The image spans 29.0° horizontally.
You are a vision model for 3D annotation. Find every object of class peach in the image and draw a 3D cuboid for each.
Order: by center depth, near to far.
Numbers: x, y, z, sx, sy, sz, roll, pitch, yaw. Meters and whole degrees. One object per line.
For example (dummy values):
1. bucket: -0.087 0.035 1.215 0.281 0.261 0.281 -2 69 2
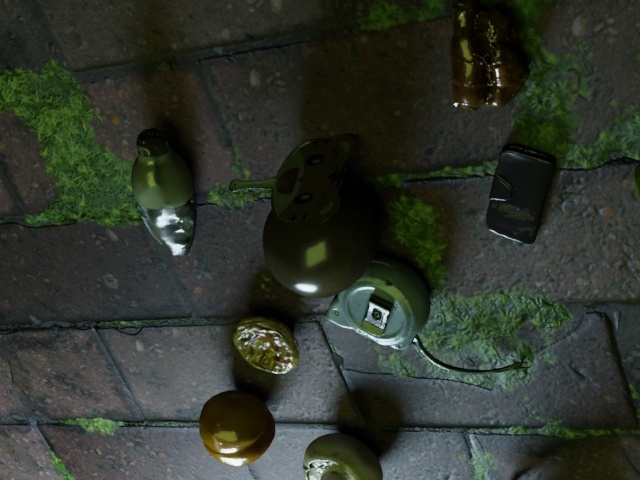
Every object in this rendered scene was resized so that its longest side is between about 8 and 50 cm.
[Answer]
1. peach: -0.149 0.337 2.240 0.138 0.138 0.138 15 131 18

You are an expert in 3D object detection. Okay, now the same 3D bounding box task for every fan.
1. fan: -0.049 -0.086 1.842 0.226 0.152 0.008 -4 149 37

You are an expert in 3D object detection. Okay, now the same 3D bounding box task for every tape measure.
1. tape measure: 0.170 0.133 1.930 0.330 0.084 0.164 23 138 13

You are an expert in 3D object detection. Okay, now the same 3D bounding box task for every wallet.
1. wallet: 0.281 -0.065 1.753 0.082 0.018 0.157 21 134 13

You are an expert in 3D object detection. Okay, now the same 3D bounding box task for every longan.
1. longan: 0.000 0.000 1.862 0.189 0.189 0.189 15 131 18

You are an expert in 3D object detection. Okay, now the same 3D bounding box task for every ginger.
1. ginger: 0.217 -0.237 1.610 0.103 0.073 0.162 6 127 24

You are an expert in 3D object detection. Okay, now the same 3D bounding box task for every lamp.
1. lamp: -0.249 -0.071 1.985 0.101 0.101 0.250 12 134 20

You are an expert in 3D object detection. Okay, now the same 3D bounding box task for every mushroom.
1. mushroom: 0.035 0.420 2.212 0.154 0.122 0.154 21 138 20

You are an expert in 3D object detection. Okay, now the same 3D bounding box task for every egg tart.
1. egg tart: -0.091 0.170 2.125 0.130 0.052 0.130 16 133 17

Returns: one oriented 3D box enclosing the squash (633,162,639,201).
1. squash: 0.535 -0.072 1.555 0.169 0.093 0.252 47 133 -10
